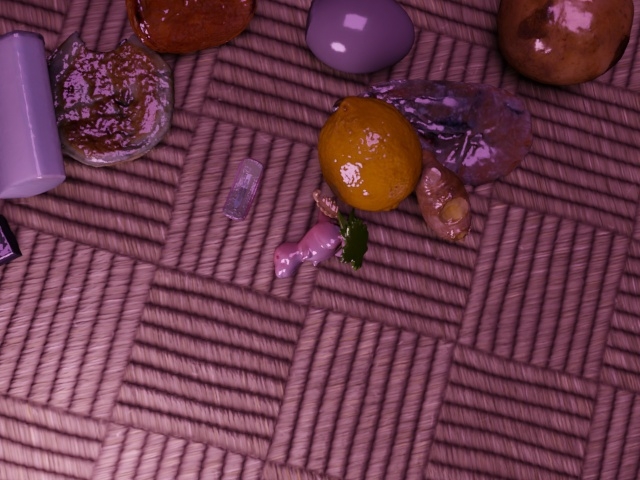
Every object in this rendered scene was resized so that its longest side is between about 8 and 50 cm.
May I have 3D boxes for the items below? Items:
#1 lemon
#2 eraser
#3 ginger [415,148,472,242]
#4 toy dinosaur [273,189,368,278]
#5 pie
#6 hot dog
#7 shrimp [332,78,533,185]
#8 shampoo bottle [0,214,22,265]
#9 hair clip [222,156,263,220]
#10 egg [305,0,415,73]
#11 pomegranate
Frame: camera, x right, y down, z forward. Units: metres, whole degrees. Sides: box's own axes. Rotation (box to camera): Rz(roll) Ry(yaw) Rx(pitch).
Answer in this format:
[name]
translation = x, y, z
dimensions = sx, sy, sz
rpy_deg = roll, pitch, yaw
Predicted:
[lemon]
translation = 0.097, -0.165, 1.331
dimensions = 0.204, 0.204, 0.260
rpy_deg = -34, 127, -8
[eraser]
translation = -0.594, -0.242, 1.340
dimensions = 0.189, 0.104, 0.290
rpy_deg = -14, 85, 38
[ginger]
translation = 0.255, -0.078, 1.408
dimensions = 0.102, 0.157, 0.216
rpy_deg = -26, 115, 2
[toy dinosaur]
translation = 0.003, -0.001, 1.420
dimensions = 0.177, 0.152, 0.194
rpy_deg = 13, 90, 24
[pie]
translation = -0.444, -0.298, 1.414
dimensions = 0.302, 0.067, 0.302
rpy_deg = 0, 85, -5
[hot dog]
translation = -0.267, -0.492, 1.399
dimensions = 0.272, 0.122, 0.196
rpy_deg = -22, 111, -27
[shrimp]
translation = 0.243, -0.243, 1.468
dimensions = 0.446, 0.110, 0.221
rpy_deg = 8, 101, -5
[shampoo bottle]
translation = -0.761, 0.056, 1.344
dimensions = 0.309, 0.071, 0.098
rpy_deg = -27, 89, -8
[hair clip]
translation = -0.164, -0.109, 1.446
dimensions = 0.054, 0.022, 0.137
rpy_deg = 20, 83, -3
[egg]
translation = 0.085, -0.440, 1.426
dimensions = 0.232, 0.176, 0.176
rpy_deg = 3, 84, -7
[pomegranate]
translation = 0.516, -0.459, 1.434
dimensions = 0.281, 0.281, 0.281
rpy_deg = 1, 84, -6
